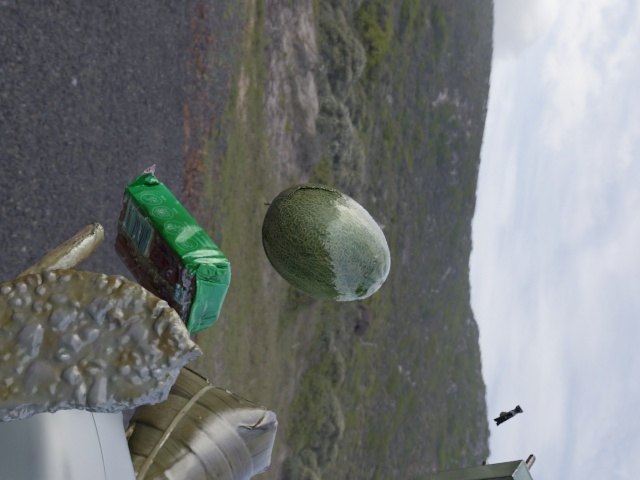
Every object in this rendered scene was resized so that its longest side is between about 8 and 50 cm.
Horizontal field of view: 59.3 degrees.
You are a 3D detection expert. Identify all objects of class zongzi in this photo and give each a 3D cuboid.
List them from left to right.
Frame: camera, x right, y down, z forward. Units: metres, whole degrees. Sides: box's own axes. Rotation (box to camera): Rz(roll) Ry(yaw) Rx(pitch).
[{"bbox_3d":[-0.411,0.449,1.196,0.500,0.467,0.218,-23,124,-53],"label":"zongzi"}]

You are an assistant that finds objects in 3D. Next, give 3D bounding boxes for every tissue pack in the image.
[{"bbox_3d":[-0.380,0.324,0.728,0.333,0.230,0.236,58,1,36],"label":"tissue pack"}]

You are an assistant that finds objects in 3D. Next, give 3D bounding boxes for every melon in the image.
[{"bbox_3d":[0.000,0.000,0.725,0.139,0.192,0.139,-47,163,-20],"label":"melon"}]

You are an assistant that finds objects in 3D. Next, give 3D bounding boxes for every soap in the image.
[{"bbox_3d":[-0.285,0.024,1.052,0.098,0.273,0.217,-17,141,-42],"label":"soap"}]

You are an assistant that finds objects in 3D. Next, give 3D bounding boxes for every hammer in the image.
[{"bbox_3d":[0.405,0.385,1.237,0.017,0.062,0.182,60,2,21],"label":"hammer"}]

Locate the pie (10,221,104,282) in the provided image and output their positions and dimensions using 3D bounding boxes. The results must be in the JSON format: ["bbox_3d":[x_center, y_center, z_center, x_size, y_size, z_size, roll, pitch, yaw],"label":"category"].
[{"bbox_3d":[-0.435,0.046,0.916,0.218,0.052,0.185,-50,-168,-35],"label":"pie"}]

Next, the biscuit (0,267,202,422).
[{"bbox_3d":[-0.254,0.095,0.509,0.038,0.290,0.141,96,-15,-67],"label":"biscuit"}]

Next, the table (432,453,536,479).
[{"bbox_3d":[0.251,0.383,0.691,0.111,0.122,0.240,-16,81,-51],"label":"table"}]
